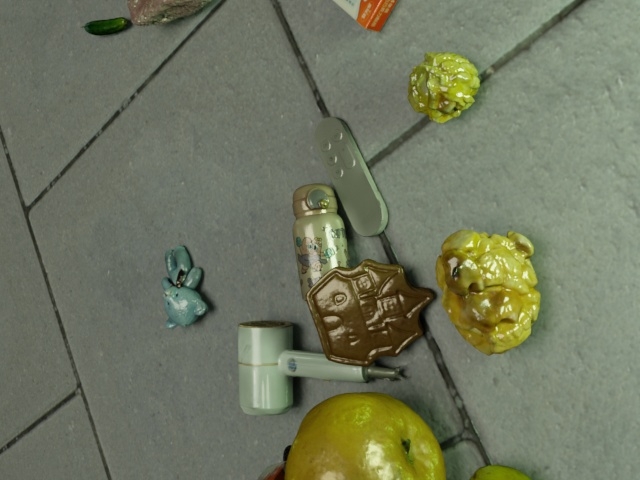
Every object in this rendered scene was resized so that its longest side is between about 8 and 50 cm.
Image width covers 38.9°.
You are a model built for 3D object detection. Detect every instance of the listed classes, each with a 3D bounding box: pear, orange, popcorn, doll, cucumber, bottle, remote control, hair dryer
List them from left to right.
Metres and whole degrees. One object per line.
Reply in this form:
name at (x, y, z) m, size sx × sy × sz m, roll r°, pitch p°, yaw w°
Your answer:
cucumber at (-0.501, -0.500, 2.120) m, size 0.168 × 0.039 × 0.039 m, roll 3°, pitch 92°, yaw 39°
doll at (-0.305, 0.097, 1.926) m, size 0.120 × 0.075 × 0.179 m, roll -28°, pitch 73°, yaw 34°
hair dryer at (-0.001, 0.243, 1.660) m, size 0.357 × 0.108 × 0.173 m, roll 0°, pitch 93°, yaw 35°
bottle at (0.000, 0.000, 1.638) m, size 0.110 × 0.097 × 0.209 m, roll 137°, pitch 124°, yaw -78°
remote control at (0.055, -0.117, 1.646) m, size 0.077 × 0.022 × 0.245 m, roll -39°, pitch 66°, yaw 36°
orange at (0.069, 0.384, 1.472) m, size 0.235 × 0.279 × 0.279 m, roll -39°, pitch 66°, yaw 35°
popcorn at (0.195, -0.249, 1.468) m, size 0.121 × 0.106 × 0.116 m, roll 8°, pitch 86°, yaw 41°
popcorn at (0.257, 0.069, 1.399) m, size 0.194 × 0.163 × 0.140 m, roll 55°, pitch 150°, yaw -11°
pear at (0.283, 0.401, 1.393) m, size 0.131 × 0.107 × 0.107 m, roll 16°, pitch 101°, yaw 37°

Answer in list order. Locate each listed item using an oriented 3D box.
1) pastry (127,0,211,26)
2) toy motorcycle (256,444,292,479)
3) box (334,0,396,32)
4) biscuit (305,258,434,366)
pastry at (-0.297, -0.528, 1.900) m, size 0.265 × 0.112 × 0.102 m, roll -19°, pitch 69°, yaw 47°
toy motorcycle at (-0.043, 0.493, 1.561) m, size 0.148 × 0.326 × 0.221 m, roll -21°, pitch 93°, yaw 18°
box at (0.080, -0.554, 1.603) m, size 0.265 × 0.048 × 0.273 m, roll 49°, pitch 121°, yaw 30°
biscuit at (0.091, 0.120, 1.552) m, size 0.215 × 0.034 × 0.182 m, roll -18°, pitch 95°, yaw 14°
